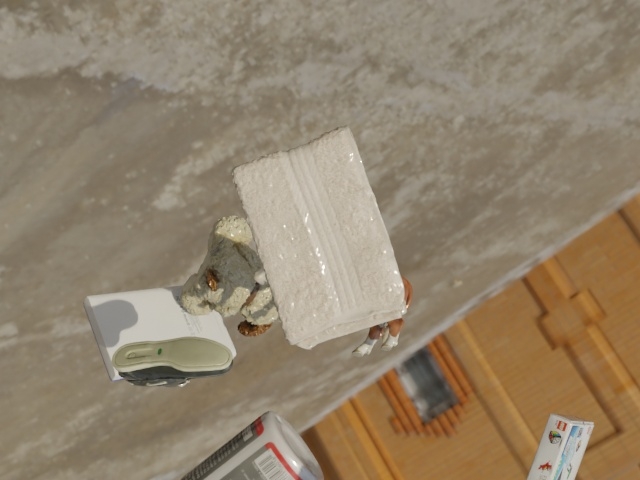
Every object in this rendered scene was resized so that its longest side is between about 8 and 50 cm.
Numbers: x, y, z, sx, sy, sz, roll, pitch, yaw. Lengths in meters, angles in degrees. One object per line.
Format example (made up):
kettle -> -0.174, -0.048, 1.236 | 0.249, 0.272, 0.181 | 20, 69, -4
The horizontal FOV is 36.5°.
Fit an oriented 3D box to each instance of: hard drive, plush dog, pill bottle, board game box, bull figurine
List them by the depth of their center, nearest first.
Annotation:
pill bottle -> -0.149, 0.440, 1.680 | 0.283, 0.161, 0.161 | -38, 163, 3
bull figurine -> 0.020, 0.111, 1.841 | 0.310, 0.189, 0.101 | 7, 154, 2
board game box -> 0.480, 0.515, 2.041 | 0.193, 0.053, 0.305 | 21, 89, -59
plush dog -> -0.173, 0.102, 2.249 | 0.262, 0.225, 0.210 | -63, -160, 7
hard drive -> -0.374, 0.209, 2.282 | 0.318, 0.210, 0.040 | -5, 148, -38

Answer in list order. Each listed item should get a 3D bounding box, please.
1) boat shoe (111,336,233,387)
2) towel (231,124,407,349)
boat shoe -> -0.267, 0.231, 1.802 | 0.233, 0.084, 0.079 | -4, 129, 15
towel -> 0.000, 0.000, 1.368 | 0.187, 0.282, 0.049 | -19, -177, 6
